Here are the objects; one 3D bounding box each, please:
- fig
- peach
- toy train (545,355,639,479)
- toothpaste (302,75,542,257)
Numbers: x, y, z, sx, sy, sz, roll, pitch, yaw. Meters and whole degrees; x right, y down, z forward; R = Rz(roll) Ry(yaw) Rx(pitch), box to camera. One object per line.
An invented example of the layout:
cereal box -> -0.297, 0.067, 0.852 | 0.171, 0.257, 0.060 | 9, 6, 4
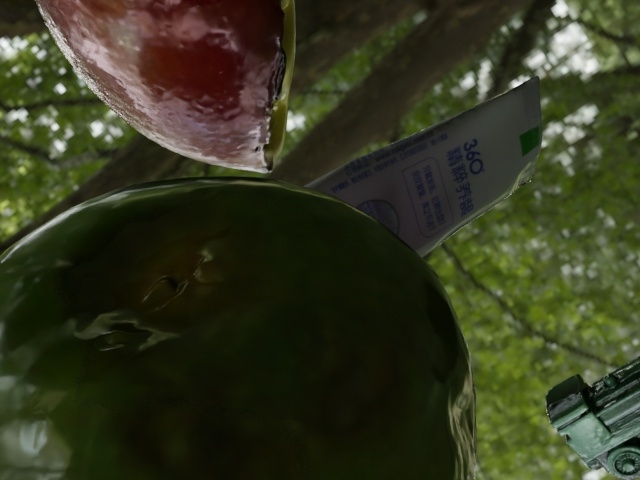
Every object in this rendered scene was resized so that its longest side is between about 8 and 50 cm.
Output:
fig -> -0.044, 0.118, 0.482 | 0.206, 0.206, 0.275 | -98, 5, -49
peach -> -0.093, -0.207, 1.064 | 0.338, 0.281, 0.281 | 54, -161, -32
toy train -> 0.304, 0.153, 1.185 | 0.111, 0.170, 0.071 | 47, -156, -19
toothpaste -> 0.000, 0.000, 0.701 | 0.048, 0.301, 0.075 | 26, 139, 65
